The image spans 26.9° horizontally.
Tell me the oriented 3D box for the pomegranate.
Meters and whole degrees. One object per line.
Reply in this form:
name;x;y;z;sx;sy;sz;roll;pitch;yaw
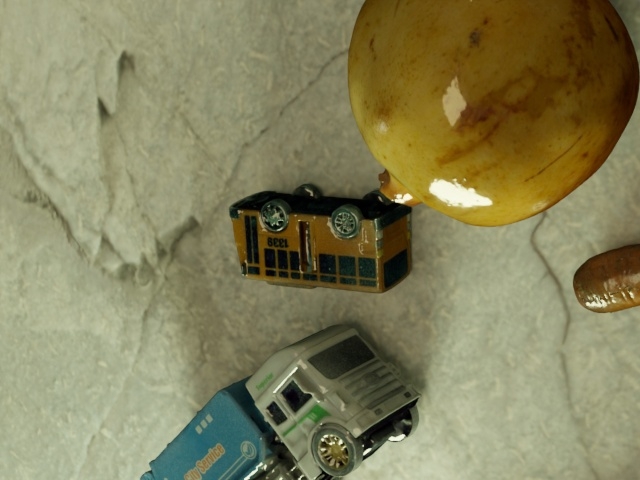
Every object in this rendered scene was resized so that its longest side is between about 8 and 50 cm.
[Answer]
pomegranate;0.143;-0.138;1.200;0.264;0.264;0.264;10;110;28

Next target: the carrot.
carrot;0.326;0.025;1.264;0.186;0.060;0.060;-18;96;31

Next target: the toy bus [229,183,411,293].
toy bus;0.000;0.000;1.428;0.182;0.091;0.103;5;108;27

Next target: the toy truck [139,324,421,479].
toy truck;-0.055;0.246;1.508;0.175;0.146;0.367;51;124;12
